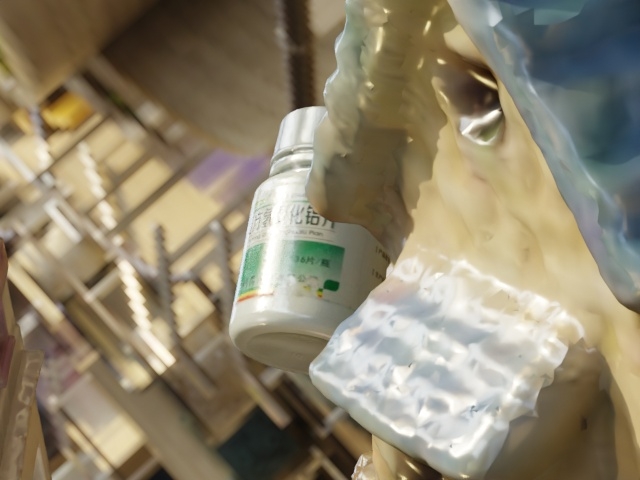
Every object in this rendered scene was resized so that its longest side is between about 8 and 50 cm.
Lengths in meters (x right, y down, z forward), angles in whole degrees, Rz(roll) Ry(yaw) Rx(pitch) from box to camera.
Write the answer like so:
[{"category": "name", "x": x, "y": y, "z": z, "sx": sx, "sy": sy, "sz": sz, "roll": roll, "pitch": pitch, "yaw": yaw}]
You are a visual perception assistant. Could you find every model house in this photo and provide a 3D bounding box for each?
[{"category": "model house", "x": 0.214, "y": -0.004, "z": 0.648, "sx": 0.445, "sy": 0.395, "sz": 0.400, "roll": 26, "pitch": 131, "yaw": 58}]

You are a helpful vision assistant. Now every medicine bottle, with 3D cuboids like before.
[{"category": "medicine bottle", "x": 0.000, "y": 0.000, "z": 1.020, "sx": 0.080, "sy": 0.130, "sz": 0.080, "roll": 8, "pitch": 157, "yaw": 3}]

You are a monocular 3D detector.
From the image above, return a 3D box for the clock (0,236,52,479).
[{"category": "clock", "x": -0.197, "y": 0.127, "z": 0.801, "sx": 0.235, "sy": 0.166, "sz": 0.309, "roll": -94, "pitch": -2, "yaw": -61}]
